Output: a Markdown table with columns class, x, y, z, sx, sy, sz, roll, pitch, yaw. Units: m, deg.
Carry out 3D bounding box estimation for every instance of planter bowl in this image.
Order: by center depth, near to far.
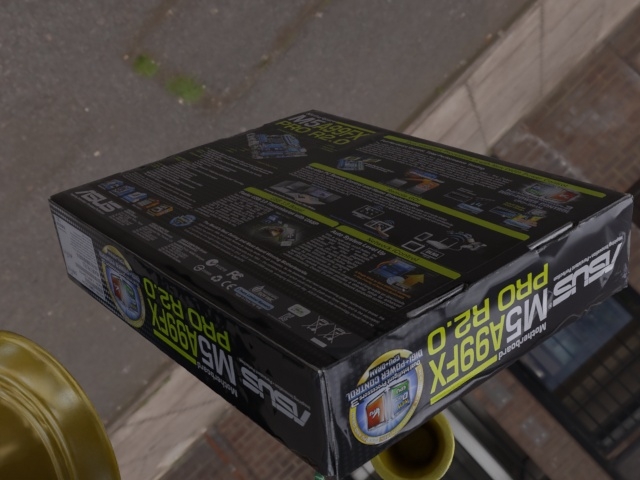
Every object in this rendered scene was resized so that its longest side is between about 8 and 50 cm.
| class | x | y | z | sx | sy | sz | roll | pitch | yaw |
| --- | --- | --- | --- | --- | --- | --- | --- | --- | --- |
| planter bowl | -0.244 | 0.183 | 0.596 | 0.090 | 0.217 | 0.217 | -26 | 170 | 9 |

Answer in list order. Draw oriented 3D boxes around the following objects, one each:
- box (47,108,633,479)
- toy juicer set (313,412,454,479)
| class | x | y | z | sx | sy | sz | roll | pitch | yaw |
| --- | --- | --- | --- | --- | --- | --- | --- | --- | --- |
| box | 0.000 | 0.000 | 0.465 | 0.216 | 0.270 | 0.060 | -24 | 122 | -34 |
| toy juicer set | 0.080 | 0.305 | 0.603 | 0.209 | 0.329 | 0.089 | -33 | 162 | 2 |
